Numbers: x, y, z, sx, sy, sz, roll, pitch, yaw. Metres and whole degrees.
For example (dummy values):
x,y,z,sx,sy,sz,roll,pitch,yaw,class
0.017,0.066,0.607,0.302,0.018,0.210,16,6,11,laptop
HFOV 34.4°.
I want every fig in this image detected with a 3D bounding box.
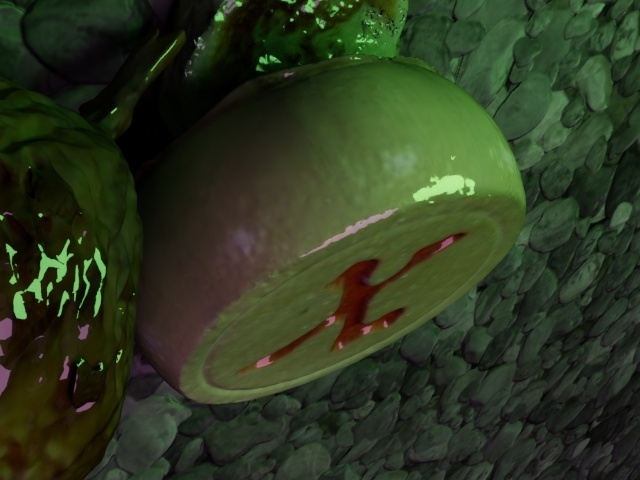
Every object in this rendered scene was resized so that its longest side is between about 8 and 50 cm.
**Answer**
x,y,z,sx,sy,sz,roll,pitch,yaw,class
-0.185,-0.023,0.635,0.369,0.286,0.286,-51,148,-27,fig

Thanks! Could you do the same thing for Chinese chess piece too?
x,y,z,sx,sy,sz,roll,pitch,yaw,class
0.000,0.000,0.838,0.338,0.140,0.338,-23,157,-11,Chinese chess piece

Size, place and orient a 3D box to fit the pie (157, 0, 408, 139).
x,y,z,sx,sy,sz,roll,pitch,yaw,class
-0.025,-0.148,0.830,0.240,0.054,0.240,-26,138,-26,pie
